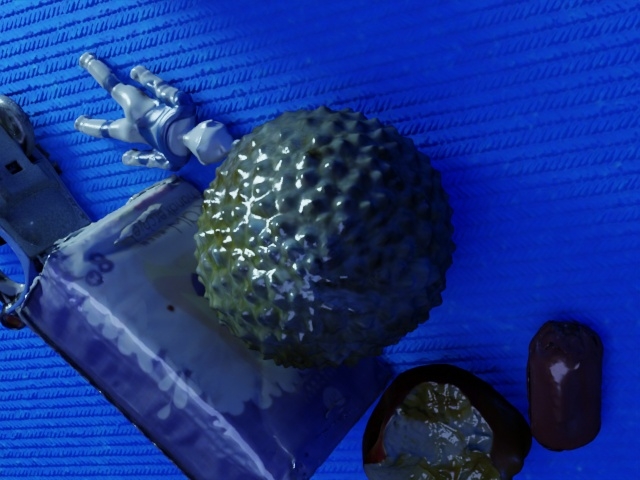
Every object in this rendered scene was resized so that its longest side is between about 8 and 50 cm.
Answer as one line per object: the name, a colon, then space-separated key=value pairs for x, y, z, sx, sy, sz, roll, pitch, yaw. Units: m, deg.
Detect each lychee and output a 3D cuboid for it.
lychee: x=0.000 y=0.000 z=1.064 sx=0.255 sy=0.274 sz=0.255 roll=2 pitch=105 yaw=7

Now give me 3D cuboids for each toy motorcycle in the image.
toy motorcycle: x=-0.370 y=-0.019 z=1.340 sx=0.358 sy=0.125 sz=0.212 roll=50 pitch=133 yaw=3

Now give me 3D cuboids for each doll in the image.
doll: x=-0.174 y=-0.124 z=1.225 sx=0.227 sy=0.057 sz=0.114 roll=25 pitch=115 yaw=27

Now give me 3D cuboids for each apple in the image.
apple: x=0.130 y=0.206 z=1.151 sx=0.158 sy=0.147 sz=0.156 roll=23 pitch=111 yaw=-3

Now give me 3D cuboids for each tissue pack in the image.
tissue pack: x=-0.116 y=0.107 z=1.179 sx=0.344 sy=0.242 sz=0.125 roll=42 pitch=128 yaw=6

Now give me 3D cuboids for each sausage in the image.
sausage: x=0.240 y=0.146 z=1.107 sx=0.076 sy=0.076 sz=0.141 roll=8 pitch=114 yaw=25
